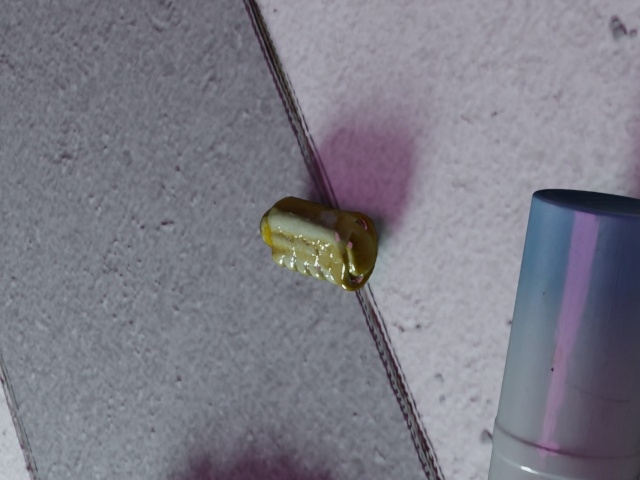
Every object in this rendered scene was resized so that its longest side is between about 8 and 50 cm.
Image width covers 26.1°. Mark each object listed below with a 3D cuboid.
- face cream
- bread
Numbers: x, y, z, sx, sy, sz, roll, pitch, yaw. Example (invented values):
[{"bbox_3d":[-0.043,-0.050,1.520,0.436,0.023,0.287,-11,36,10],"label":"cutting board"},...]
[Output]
[{"bbox_3d":[0.126,0.102,0.704,0.077,0.077,0.250,16,104,41],"label":"face cream"},{"bbox_3d":[0.000,0.000,0.845,0.088,0.034,0.049,14,116,45],"label":"bread"}]
